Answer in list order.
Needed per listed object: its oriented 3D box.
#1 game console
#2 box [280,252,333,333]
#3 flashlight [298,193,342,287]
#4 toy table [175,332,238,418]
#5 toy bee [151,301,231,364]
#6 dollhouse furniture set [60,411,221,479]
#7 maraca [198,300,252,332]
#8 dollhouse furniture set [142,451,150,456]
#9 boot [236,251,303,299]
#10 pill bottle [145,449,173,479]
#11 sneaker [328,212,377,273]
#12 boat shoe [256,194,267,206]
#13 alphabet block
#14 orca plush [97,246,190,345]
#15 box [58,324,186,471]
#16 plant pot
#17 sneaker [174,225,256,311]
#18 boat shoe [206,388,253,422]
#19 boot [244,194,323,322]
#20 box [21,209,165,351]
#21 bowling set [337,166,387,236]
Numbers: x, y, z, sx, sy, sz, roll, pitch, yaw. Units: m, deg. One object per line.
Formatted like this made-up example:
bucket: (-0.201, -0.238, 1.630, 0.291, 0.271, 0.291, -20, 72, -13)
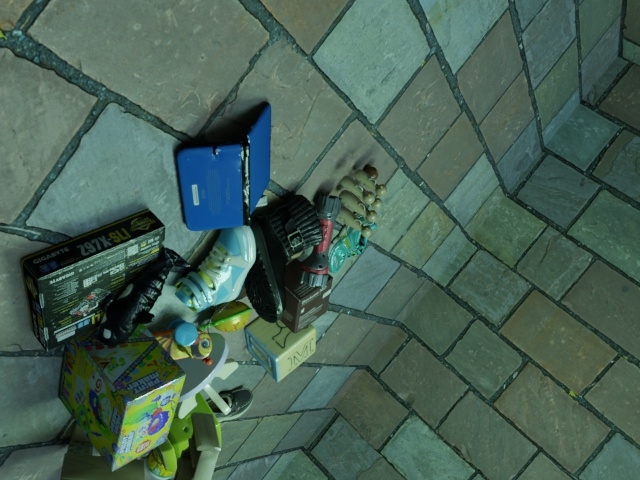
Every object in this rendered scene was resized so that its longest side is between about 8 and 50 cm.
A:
game console: (-0.240, -0.187, 1.601, 0.250, 0.173, 0.293, -7, 140, -11)
box: (-0.079, 0.186, 2.200, 0.168, 0.167, 0.203, -32, 149, -32)
flashlight: (0.000, 0.000, 2.046, 0.103, 0.103, 0.304, 8, 98, -27)
toy table: (-0.391, 0.447, 2.005, 0.274, 0.252, 0.161, -33, 136, -8)
toy bee: (-0.389, 0.312, 1.838, 0.298, 0.162, 0.195, -17, -170, -7)
dollhouse furniture set: (-0.512, 0.627, 1.738, 0.393, 0.362, 0.257, 13, 102, -21)
maraca: (-0.307, 0.254, 2.005, 0.185, 0.099, 0.127, -19, 175, -38)
dollhouse furniture set: (-0.661, 0.713, 2.000, 0.242, 0.161, 0.212, -36, 151, -26)
boot: (-0.180, 0.091, 2.043, 0.248, 0.090, 0.207, -21, 155, -47)
pill bottle: (-0.559, 0.780, 2.306, 0.208, 0.117, 0.117, -57, 154, 16)
sneaker: (0.112, 0.018, 2.344, 0.107, 0.110, 0.275, 1, 126, -58)
boat shoe: (-0.192, -0.115, 1.774, 0.100, 0.035, 0.035, -14, 110, -45)
alphabet block: (-0.149, 0.377, 2.328, 0.197, 0.192, 0.193, -35, 153, -25)
orca plush: (-0.425, 0.162, 1.520, 0.287, 0.102, 0.151, -44, 154, -13)
box: (-0.531, 0.387, 1.627, 0.177, 0.279, 0.290, -20, 142, -46)
plant pot: (-0.486, 0.646, 2.129, 0.207, 0.228, 0.227, -27, 148, -28)
sneaker: (-0.307, 0.086, 1.753, 0.208, 0.127, 0.319, -25, 144, -43)
boat shoe: (-0.375, 0.653, 2.447, 0.285, 0.103, 0.092, -13, 142, -43)
boot: (-0.104, 0.053, 1.885, 0.260, 0.131, 0.348, -24, 112, -40)
box: (-0.526, 0.092, 1.469, 0.322, 0.079, 0.257, -28, 149, -37)
bowling set: (0.170, -0.161, 2.111, 0.200, 0.154, 0.287, -49, 167, -18)
